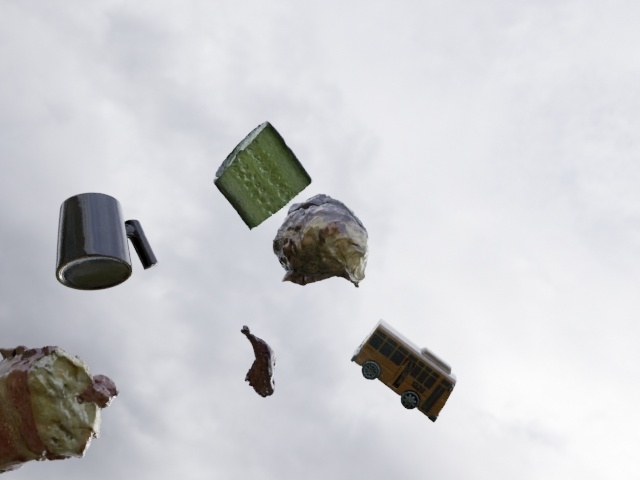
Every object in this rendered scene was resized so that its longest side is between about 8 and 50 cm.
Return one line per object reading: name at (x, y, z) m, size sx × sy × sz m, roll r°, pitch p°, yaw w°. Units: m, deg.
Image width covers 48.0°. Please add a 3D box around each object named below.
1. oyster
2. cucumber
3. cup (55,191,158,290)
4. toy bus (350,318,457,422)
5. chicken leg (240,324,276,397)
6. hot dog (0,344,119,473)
oyster at (-0.009, -0.003, 1.483) m, size 0.100 × 0.275 × 0.271 m, roll 17°, pitch -36°, yaw -36°
cucumber at (-0.087, -0.091, 1.019) m, size 0.115 × 0.116 × 0.062 m, roll 52°, pitch -2°, yaw -18°
cup at (-0.508, 0.015, 1.673) m, size 0.166 × 0.177 × 0.239 m, roll -21°, pitch -29°, yaw 12°
toy bus at (0.153, 0.227, 1.269) m, size 0.182 × 0.091 × 0.103 m, roll 37°, pitch -84°, yaw 5°
chicken leg at (-0.155, 0.311, 1.849) m, size 0.053 × 0.093 × 0.205 m, roll -164°, pitch -112°, yaw -69°
hot dog at (-0.325, 0.192, 0.831) m, size 0.213 × 0.103 × 0.146 m, roll -10°, pitch -95°, yaw 22°
